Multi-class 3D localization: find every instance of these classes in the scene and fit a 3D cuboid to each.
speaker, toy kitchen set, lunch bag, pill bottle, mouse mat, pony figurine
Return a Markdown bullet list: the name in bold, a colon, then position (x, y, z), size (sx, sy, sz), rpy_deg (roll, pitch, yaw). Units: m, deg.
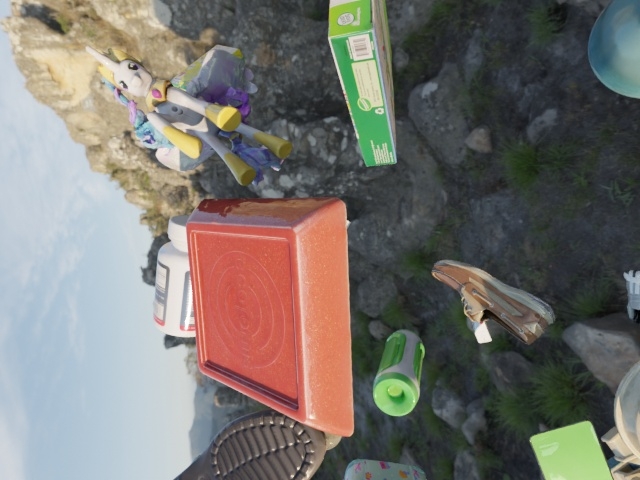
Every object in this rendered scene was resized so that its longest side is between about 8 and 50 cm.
- **speaker**: position (0.232, 0.368, 1.167), size (0.296, 0.131, 0.131), rpy_deg (-37, -52, -68)
- **toy kitchen set**: position (0.916, 0.635, 1.224), size (0.166, 0.122, 0.207), rpy_deg (60, 174, 20)
- **lunch bag**: position (0.198, 0.830, 1.297), size (0.108, 0.279, 0.224), rpy_deg (-82, -1, -72)
- **pill bottle**: position (-0.213, 0.055, 0.667), size (0.108, 0.107, 0.180), rpy_deg (-137, 55, -62)
- **mouse mat**: position (0.609, 0.537, 0.978), size (0.007, 0.152, 0.190), rpy_deg (-39, -73, -80)
- **pony figurine**: position (-0.241, -0.253, 0.826), size (0.363, 0.351, 0.303), rpy_deg (36, 101, 22)

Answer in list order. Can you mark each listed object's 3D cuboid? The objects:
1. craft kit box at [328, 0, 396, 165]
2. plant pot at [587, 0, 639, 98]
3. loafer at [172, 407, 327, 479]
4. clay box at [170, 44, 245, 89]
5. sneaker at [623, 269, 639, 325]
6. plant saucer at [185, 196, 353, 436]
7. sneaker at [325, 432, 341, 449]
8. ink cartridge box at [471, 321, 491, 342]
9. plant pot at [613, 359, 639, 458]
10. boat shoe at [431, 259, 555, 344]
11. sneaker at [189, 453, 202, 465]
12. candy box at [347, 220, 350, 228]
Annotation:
- **craft kit box**: position (0.068, -0.279, 0.579), size (0.250, 0.060, 0.247), rpy_deg (58, -146, -61)
- **plant pot**: position (0.716, -0.454, 0.809), size (0.271, 0.255, 0.272), rpy_deg (2, 95, 26)
- **loafer**: position (-0.123, 0.370, 0.675), size (0.366, 0.130, 0.134), rpy_deg (-39, 72, 24)
- **clay box**: position (-0.362, -0.535, 1.286), size (0.127, 0.222, 0.053), rpy_deg (29, 158, 36)
- **sneaker**: position (0.820, 0.151, 1.019), size (0.086, 0.228, 0.132), rpy_deg (0, 81, 54)
- **plant saucer**: position (-0.080, 0.080, 0.481), size (0.259, 0.047, 0.259), rpy_deg (5, 101, 41)
- **sneaker**: position (-0.038, 0.547, 1.203), size (0.118, 0.222, 0.083), rpy_deg (18, 80, 54)
- **ink cartridge box**: position (0.576, 0.250, 1.521), size (0.232, 0.066, 0.189), rpy_deg (49, -151, -40)
- **plant pot**: position (0.872, 0.427, 0.831), size (0.305, 0.333, 0.334), rpy_deg (-42, -51, -81)
- **boat shoe**: position (0.419, 0.152, 1.045), size (0.324, 0.123, 0.116), rpy_deg (29, 81, 43)
- **sneaker**: position (-0.160, 0.519, 0.905), size (0.108, 0.302, 0.121), rpy_deg (13, -96, -68)
- **candy box**: position (0.000, 0.000, 1.461), size (0.164, 0.070, 0.196), rpy_deg (8, 68, 56)
